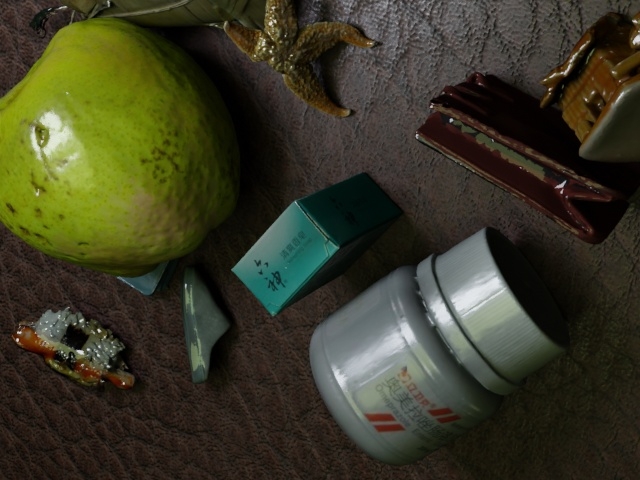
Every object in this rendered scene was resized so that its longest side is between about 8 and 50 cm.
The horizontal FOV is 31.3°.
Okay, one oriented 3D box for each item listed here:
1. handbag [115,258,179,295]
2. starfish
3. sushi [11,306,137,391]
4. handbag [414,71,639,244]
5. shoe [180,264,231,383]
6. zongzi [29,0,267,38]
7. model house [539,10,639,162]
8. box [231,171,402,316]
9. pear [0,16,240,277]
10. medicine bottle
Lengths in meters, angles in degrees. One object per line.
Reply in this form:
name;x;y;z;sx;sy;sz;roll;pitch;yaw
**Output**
handbag;-0.328;-0.018;1.875;0.221;0.057;0.144;32;109;14
starfish;-0.023;-0.284;1.630;0.247;0.050;0.138;34;103;-33
sushi;-0.407;0.180;1.938;0.226;0.097;0.103;30;120;-2
handbag;0.277;-0.114;1.468;0.275;0.260;0.084;33;116;15
shoe;-0.184;0.135;1.851;0.078;0.079;0.195;-3;95;-11
zongzi;-0.309;-0.416;1.603;0.447;0.418;0.181;2;79;25
model house;0.402;-0.222;1.428;0.229;0.220;0.199;-117;39;-49
box;0.000;0.000;1.627;0.092;0.245;0.153;47;116;8
pear;-0.296;-0.122;1.674;0.391;0.391;0.391;6;106;22
medicine bottle;0.165;0.145;1.592;0.306;0.245;0.245;-37;87;20
